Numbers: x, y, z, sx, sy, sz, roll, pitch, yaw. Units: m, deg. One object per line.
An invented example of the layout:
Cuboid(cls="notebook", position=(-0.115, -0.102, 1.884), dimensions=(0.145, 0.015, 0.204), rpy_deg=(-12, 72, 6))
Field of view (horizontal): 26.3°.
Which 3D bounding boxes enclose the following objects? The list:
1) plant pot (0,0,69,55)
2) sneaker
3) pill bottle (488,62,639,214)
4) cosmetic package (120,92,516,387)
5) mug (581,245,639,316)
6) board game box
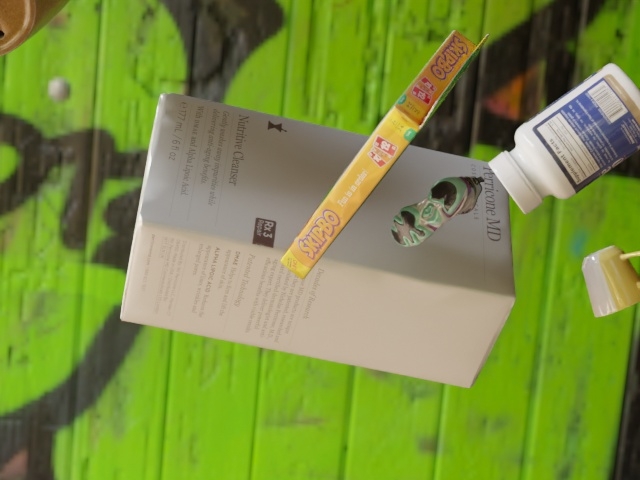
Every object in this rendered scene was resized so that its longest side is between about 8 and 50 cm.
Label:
Cuboid(cls="plant pot", position=(-0.312, -0.289, 1.301), dimensions=(0.237, 0.237, 0.254), rpy_deg=(4, 39, -8))
Cuboid(cls="sneaker", position=(0.115, -0.028, 1.270), dimensions=(0.069, 0.038, 0.098), rpy_deg=(-16, -16, -47))
Cuboid(cls="pill bottle", position=(0.189, -0.073, 1.030), dimensions=(0.120, 0.067, 0.067), rpy_deg=(-36, 5, 7))
Cuboid(cls="cosmetic package", position=(0.000, 0.000, 1.437), dimensions=(0.385, 0.156, 0.217), rpy_deg=(9, 44, -7))
Cuboid(cls="mug", position=(0.314, 0.038, 1.447), dimensions=(0.078, 0.064, 0.062), rpy_deg=(-23, -3, 12))
Cuboid(cls="board game box", position=(0.053, -0.076, 1.178), dimensions=(0.039, 0.259, 0.124), rpy_deg=(39, 48, -2))
